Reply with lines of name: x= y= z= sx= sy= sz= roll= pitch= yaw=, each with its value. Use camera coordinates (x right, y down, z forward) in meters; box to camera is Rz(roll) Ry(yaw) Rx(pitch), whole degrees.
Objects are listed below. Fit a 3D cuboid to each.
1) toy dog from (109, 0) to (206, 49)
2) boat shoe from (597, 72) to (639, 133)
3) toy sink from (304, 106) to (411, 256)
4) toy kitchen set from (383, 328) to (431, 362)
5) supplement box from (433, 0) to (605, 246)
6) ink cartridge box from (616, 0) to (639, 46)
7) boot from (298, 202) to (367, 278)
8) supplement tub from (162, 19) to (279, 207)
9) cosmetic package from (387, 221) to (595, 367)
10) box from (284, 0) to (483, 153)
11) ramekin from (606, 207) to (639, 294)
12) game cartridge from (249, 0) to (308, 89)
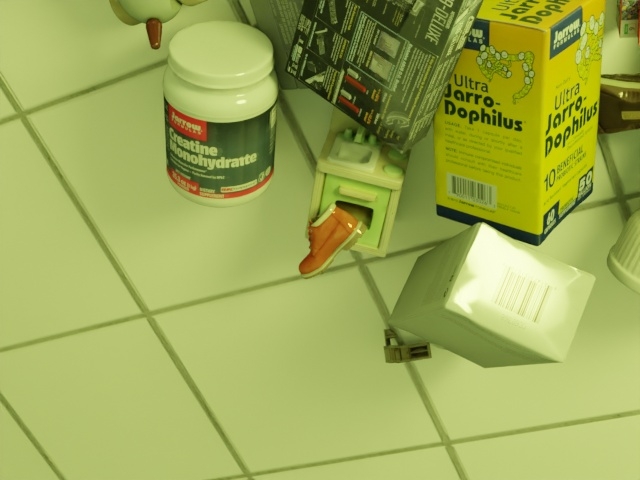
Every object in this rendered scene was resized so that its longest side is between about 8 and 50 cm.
toy dog: x=-0.320 y=-0.418 z=1.481 sx=0.334 sy=0.161 sz=0.220 roll=20 pitch=146 yaw=-36
boat shoe: x=0.486 y=-0.223 z=1.520 sx=0.257 sy=0.095 sz=0.095 roll=14 pitch=129 yaw=33
toy sink: x=0.070 y=-0.108 z=1.675 sx=0.153 sy=0.131 sz=0.234 roll=14 pitch=126 yaw=4
toy kitchen set: x=0.171 y=0.206 z=1.909 sx=0.075 sy=0.083 sz=0.068 roll=-12 pitch=79 yaw=21
supplement box: x=0.303 y=-0.205 z=1.474 sx=0.195 sy=0.194 sz=0.356 roll=20 pitch=132 yaw=34
ink cartridge box: x=0.461 y=-0.339 z=1.430 sx=0.029 sy=0.115 sz=0.062 roll=1 pitch=124 yaw=13
boot: x=0.000 y=0.000 z=1.664 sx=0.085 sy=0.059 sz=0.158 roll=38 pitch=120 yaw=-12
supplement tub: x=-0.168 y=-0.209 z=1.611 sx=0.191 sy=0.191 sz=0.272 roll=11 pitch=133 yaw=6
cosmetic package: x=0.276 y=0.107 z=1.632 sx=0.217 sy=0.156 sz=0.385 roll=26 pitch=169 yaw=-6
box: x=0.089 y=-0.315 z=1.385 sx=0.242 sy=0.076 sz=0.307 roll=37 pitch=137 yaw=18
ramekin: x=0.597 y=0.021 z=1.596 sx=0.207 sy=0.207 sz=0.109 roll=15 pitch=117 yaw=3
game cartridge: x=-0.015 y=-0.410 z=1.503 sx=0.230 sy=0.068 sz=0.355 roll=6 pitch=128 yaw=35
